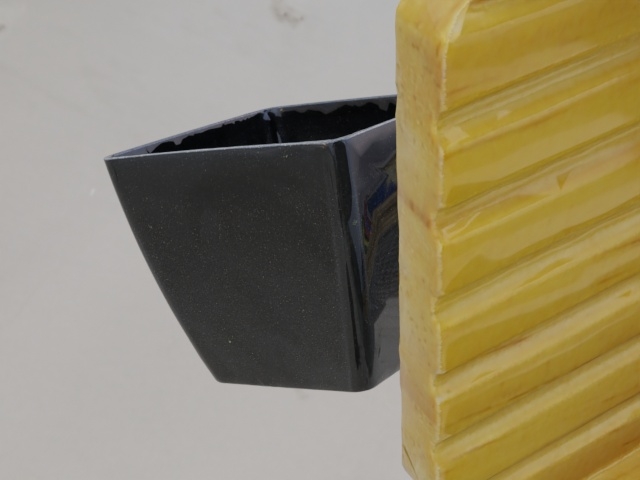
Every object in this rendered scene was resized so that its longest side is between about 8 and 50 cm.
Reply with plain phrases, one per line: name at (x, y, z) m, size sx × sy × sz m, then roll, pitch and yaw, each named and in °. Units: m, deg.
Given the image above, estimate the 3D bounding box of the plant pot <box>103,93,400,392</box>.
plant pot at (0.000, 0.000, 0.792) m, size 0.188 × 0.167 × 0.187 m, roll -2°, pitch 15°, yaw 35°

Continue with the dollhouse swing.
dollhouse swing at (0.239, 0.032, 0.370) m, size 0.315 × 0.347 × 0.305 m, roll -24°, pitch 45°, yaw -22°
